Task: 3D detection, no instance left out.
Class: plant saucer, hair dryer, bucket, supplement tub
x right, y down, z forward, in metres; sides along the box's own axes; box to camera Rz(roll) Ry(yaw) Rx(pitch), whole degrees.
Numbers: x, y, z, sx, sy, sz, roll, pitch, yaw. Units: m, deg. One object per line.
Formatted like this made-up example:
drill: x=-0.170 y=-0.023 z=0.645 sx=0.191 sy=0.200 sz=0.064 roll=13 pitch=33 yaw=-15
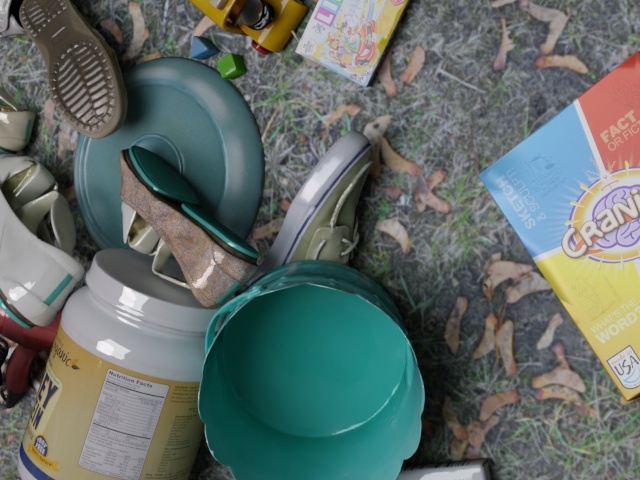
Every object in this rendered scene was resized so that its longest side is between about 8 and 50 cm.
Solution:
plant saucer: x=-0.221 y=-0.094 z=1.965 sx=0.317 sy=0.043 sz=0.318 roll=0 pitch=91 yaw=29
hair dryer: x=-0.416 y=0.145 z=2.039 sx=0.293 sy=0.224 sz=0.080 roll=-6 pitch=50 yaw=19
bucket: x=-0.011 y=0.161 z=1.714 sx=0.281 sy=0.183 sz=0.281 roll=0 pitch=103 yaw=1
supplement tub: x=-0.248 y=0.190 z=1.872 sx=0.228 sy=0.228 sz=0.316 roll=26 pitch=105 yaw=27

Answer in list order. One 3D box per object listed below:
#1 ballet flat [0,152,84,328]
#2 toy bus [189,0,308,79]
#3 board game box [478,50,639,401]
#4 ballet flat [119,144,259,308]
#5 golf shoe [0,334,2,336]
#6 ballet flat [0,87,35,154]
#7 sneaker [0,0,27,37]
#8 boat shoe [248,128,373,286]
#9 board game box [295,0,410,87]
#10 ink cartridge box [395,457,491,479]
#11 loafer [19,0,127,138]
ballet flat: x=-0.407 y=-0.035 z=1.981 sx=0.139 sy=0.139 sz=0.400 roll=-56 pitch=38 yaw=18
toy bus: x=-0.106 y=-0.316 z=1.860 sx=0.202 sy=0.104 sz=0.191 roll=-9 pitch=87 yaw=30
board game box: x=0.361 y=-0.015 z=1.623 sx=0.242 sy=0.064 sz=0.317 roll=-39 pitch=72 yaw=24
ballet flat: x=-0.193 y=-0.015 z=1.819 sx=0.106 sy=0.107 sz=0.316 roll=-58 pitch=41 yaw=10
golf shoe: x=-0.475 y=0.054 z=2.086 sx=0.069 sy=0.086 sz=0.176 roll=-3 pitch=87 yaw=31
ballet flat: x=-0.524 y=-0.214 z=2.101 sx=0.248 sy=0.086 sz=0.086 roll=29 pitch=105 yaw=10
sneaker: x=-0.482 y=-0.324 z=2.082 sx=0.262 sy=0.099 sz=0.121 roll=-42 pitch=77 yaw=26
boat shoe: x=0.000 y=0.000 z=1.819 sx=0.094 sy=0.109 sz=0.302 roll=33 pitch=116 yaw=9
board game box: x=0.047 y=-0.283 z=1.801 sx=0.103 sy=0.026 sz=0.154 roll=27 pitch=105 yaw=8
ink cartridge box: x=0.065 y=0.446 z=1.752 sx=0.324 sy=0.071 sz=0.330 roll=-8 pitch=85 yaw=14
loafer: x=-0.325 y=-0.242 z=1.975 sx=0.102 sy=0.092 sz=0.269 roll=-34 pitch=61 yaw=12
